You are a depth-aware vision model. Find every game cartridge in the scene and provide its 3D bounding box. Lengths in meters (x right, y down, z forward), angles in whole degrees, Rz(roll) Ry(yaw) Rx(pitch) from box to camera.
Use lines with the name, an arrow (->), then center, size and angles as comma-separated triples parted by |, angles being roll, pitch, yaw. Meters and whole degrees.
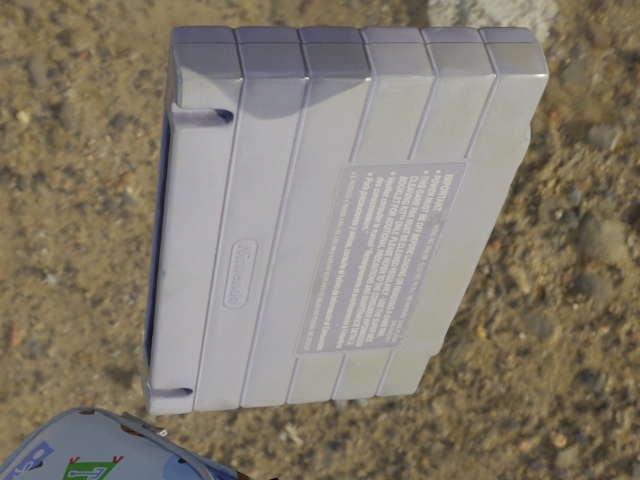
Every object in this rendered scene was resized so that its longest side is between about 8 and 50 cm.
game cartridge -> 0.000, 0.000, 0.777 | 0.230, 0.068, 0.355 | -6, 142, -17

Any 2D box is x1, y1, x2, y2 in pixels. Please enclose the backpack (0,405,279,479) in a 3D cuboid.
backpack -> -0.058, 0.203, 0.442 | 0.263, 0.276, 0.213 | 12, 149, 44
